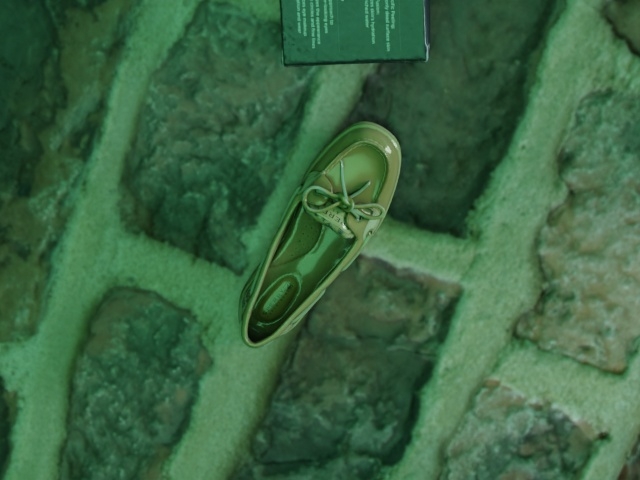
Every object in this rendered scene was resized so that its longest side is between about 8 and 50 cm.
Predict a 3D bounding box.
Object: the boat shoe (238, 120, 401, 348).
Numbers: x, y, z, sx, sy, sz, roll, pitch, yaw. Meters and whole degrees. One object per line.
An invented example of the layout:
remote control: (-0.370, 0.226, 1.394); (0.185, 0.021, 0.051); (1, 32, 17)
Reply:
boat shoe: (0.000, 0.000, 1.738); (0.104, 0.089, 0.285); (29, 106, -3)

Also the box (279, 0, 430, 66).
box: (0.036, -0.271, 1.656); (0.158, 0.093, 0.156); (-1, 106, 6)
